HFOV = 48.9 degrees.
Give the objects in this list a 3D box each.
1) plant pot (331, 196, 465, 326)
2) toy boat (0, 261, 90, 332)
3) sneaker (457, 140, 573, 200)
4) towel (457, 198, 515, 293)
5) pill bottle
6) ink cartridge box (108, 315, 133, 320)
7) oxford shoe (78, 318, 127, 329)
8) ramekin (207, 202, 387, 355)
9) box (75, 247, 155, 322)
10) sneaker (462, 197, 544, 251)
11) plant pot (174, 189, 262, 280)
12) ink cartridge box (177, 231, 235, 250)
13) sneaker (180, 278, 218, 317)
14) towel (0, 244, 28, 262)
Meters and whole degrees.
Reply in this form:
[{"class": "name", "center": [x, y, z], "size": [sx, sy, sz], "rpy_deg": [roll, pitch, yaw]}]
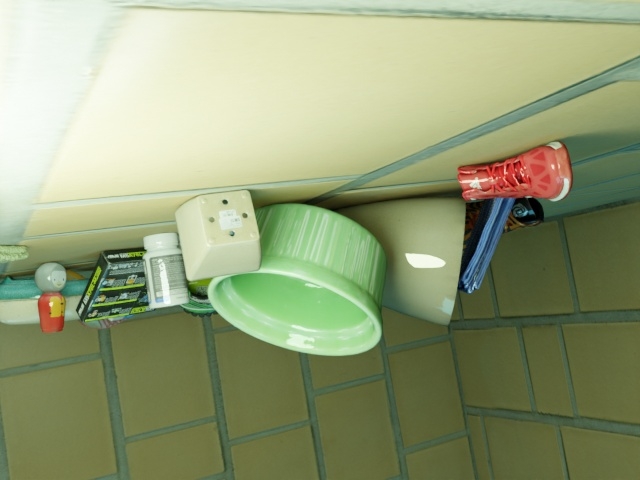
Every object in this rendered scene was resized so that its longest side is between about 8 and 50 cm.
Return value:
[{"class": "plant pot", "center": [0.131, 0.026, 1.394], "size": [0.273, 0.257, 0.256], "rpy_deg": [7, 178, 6]}, {"class": "toy boat", "center": [-0.624, 0.120, 1.619], "size": [0.267, 0.148, 0.318], "rpy_deg": [-2, -179, -25]}, {"class": "sneaker", "center": [0.279, -0.087, 1.046], "size": [0.128, 0.087, 0.221], "rpy_deg": [-11, 175, -3]}, {"class": "towel", "center": [0.324, -0.010, 1.438], "size": [0.040, 0.243, 0.336], "rpy_deg": [23, 179, 5]}, {"class": "pill bottle", "center": [-0.296, 0.057, 1.341], "size": [0.078, 0.137, 0.078], "rpy_deg": [-8, 176, -1]}, {"class": "ink cartridge box", "center": [-0.454, 0.096, 1.673], "size": [0.060, 0.180, 0.104], "rpy_deg": [30, -174, 13]}, {"class": "oxford shoe", "center": [-0.458, 0.094, 1.858], "size": [0.396, 0.141, 0.147], "rpy_deg": [-19, -141, 2]}, {"class": "ramekin", "center": [-0.028, 0.068, 1.218], "size": [0.303, 0.148, 0.303], "rpy_deg": [12, 150, 7]}, {"class": "box", "center": [-0.421, 0.094, 1.554], "size": [0.190, 0.045, 0.184], "rpy_deg": [-6, 140, -47]}, {"class": "sneaker", "center": [0.404, -0.061, 1.666], "size": [0.321, 0.125, 0.180], "rpy_deg": [-20, 179, -37]}, {"class": "plant pot", "center": [-0.136, -0.016, 0.979], "size": [0.108, 0.109, 0.096], "rpy_deg": [-8, 163, -20]}, {"class": "ink cartridge box", "center": [-0.224, 0.020, 1.461], "size": [0.127, 0.072, 0.175], "rpy_deg": [-11, 176, 33]}, {"class": "sneaker", "center": [-0.190, 0.108, 1.676], "size": [0.343, 0.134, 0.146], "rpy_deg": [-11, 158, 4]}, {"class": "towel", "center": [-0.544, 0.028, 1.113], "size": [0.110, 0.027, 0.148], "rpy_deg": [-11, 176, 9]}]
